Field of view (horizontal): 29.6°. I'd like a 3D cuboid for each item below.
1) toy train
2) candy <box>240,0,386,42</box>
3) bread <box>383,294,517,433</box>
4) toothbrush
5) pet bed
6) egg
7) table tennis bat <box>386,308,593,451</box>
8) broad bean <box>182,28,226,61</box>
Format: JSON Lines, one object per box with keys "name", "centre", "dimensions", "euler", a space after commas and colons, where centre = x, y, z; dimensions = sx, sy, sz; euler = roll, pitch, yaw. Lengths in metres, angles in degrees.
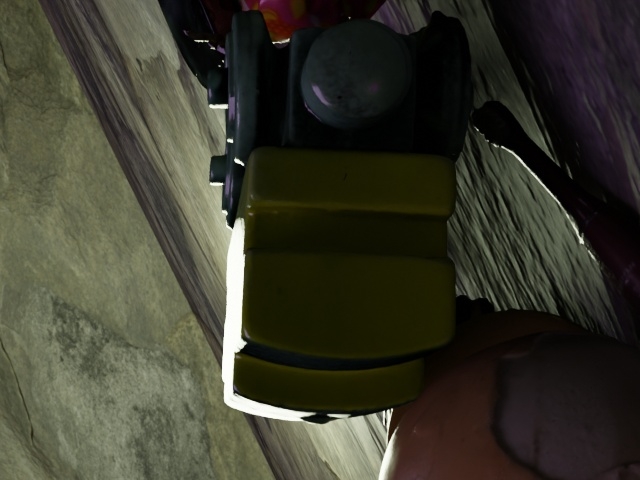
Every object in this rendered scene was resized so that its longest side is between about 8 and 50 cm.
{"name": "toy train", "centre": [0.000, 0.000, 0.903], "dimensions": [0.442, 0.179, 0.272], "euler": [120, 152, -78]}
{"name": "candy", "centre": [0.032, -0.235, 0.767], "dimensions": [0.124, 0.124, 0.365], "euler": [61, 157, 7]}
{"name": "bread", "centre": [0.158, 0.231, 1.000], "dimensions": [0.324, 0.167, 0.277], "euler": [55, 164, 24]}
{"name": "toothbrush", "centre": [0.204, 0.028, 0.730], "dimensions": [0.364, 0.041, 0.041], "euler": [53, 163, 33]}
{"name": "pet bed", "centre": [-0.142, -0.263, 1.397], "dimensions": [0.201, 0.053, 0.201], "euler": [56, 166, 22]}
{"name": "egg", "centre": [0.139, 0.159, 0.745], "dimensions": [0.244, 0.201, 0.201], "euler": [-23, 94, 48]}
{"name": "table tennis bat", "centre": [0.143, 0.205, 0.863], "dimensions": [0.050, 0.199, 0.320], "euler": [31, -129, -60]}
{"name": "broad bean", "centre": [-0.047, -0.101, 1.345], "dimensions": [0.067, 0.075, 0.325], "euler": [-51, -56, -56]}
